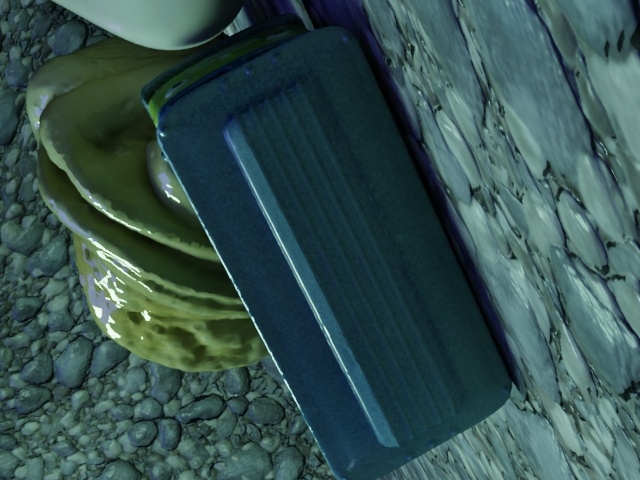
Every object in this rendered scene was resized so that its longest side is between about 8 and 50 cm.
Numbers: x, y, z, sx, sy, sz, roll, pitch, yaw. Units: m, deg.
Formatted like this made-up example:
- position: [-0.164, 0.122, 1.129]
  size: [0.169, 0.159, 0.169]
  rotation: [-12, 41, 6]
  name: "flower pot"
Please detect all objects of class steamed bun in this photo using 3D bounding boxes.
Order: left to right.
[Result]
- position: [-0.095, -0.046, 1.125]
  size: [0.372, 0.230, 0.325]
  rotation: [62, -147, -33]
  name: "steamed bun"

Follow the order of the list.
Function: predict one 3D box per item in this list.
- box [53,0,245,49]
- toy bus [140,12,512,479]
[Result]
- position: [-0.208, -0.294, 0.861]
  size: [0.349, 0.141, 0.289]
  rotation: [31, 160, 14]
  name: "box"
- position: [0.000, 0.000, 0.884]
  size: [0.312, 0.152, 0.190]
  rotation: [64, 175, -18]
  name: "toy bus"
